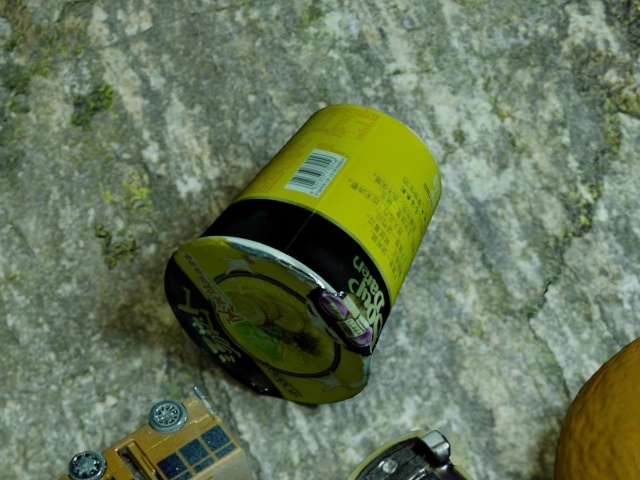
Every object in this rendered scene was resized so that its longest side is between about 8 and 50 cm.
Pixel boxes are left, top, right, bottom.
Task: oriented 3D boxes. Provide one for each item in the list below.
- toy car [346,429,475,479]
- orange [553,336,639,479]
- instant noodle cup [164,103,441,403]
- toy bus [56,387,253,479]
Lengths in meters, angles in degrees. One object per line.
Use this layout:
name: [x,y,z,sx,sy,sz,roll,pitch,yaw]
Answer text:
toy car: [0.129,0.275,1.657,0.101,0.124,0.257,-35,49,-16]
orange: [0.371,0.175,1.670,0.335,0.196,0.262,-11,68,-8]
instant noodle cup: [0.000,0.000,1.826,0.216,0.215,0.236,18,53,20]
toy bus: [-0.155,0.226,1.750,0.182,0.091,0.103,-31,57,-15]
